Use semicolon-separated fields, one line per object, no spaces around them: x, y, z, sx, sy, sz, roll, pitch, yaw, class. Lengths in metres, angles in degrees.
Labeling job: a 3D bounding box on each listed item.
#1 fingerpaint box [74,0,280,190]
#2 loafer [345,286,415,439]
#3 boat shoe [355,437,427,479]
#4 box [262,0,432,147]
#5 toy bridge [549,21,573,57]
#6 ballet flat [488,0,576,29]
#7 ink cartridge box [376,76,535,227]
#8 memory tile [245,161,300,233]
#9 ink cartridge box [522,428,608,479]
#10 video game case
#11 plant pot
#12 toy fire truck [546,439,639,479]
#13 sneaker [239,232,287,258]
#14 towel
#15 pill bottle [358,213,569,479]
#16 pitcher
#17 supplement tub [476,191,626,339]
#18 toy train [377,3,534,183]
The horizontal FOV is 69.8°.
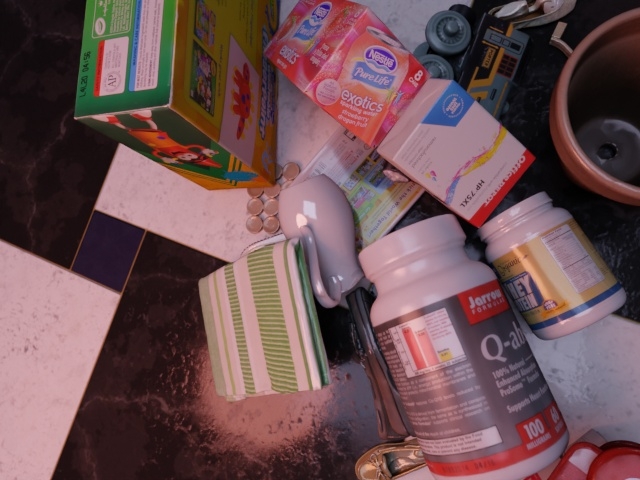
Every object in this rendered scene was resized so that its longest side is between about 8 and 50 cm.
-0.211;-0.350;0.801;0.163;0.371;0.445;-2;81;16;fingerpaint box
0.091;0.217;0.796;0.084;0.096;0.267;-26;80;19;loafer
0.129;0.378;0.783;0.153;0.048;0.056;-19;78;11;boat shoe
0.029;-0.296;0.765;0.142;0.154;0.300;-49;34;14;box
0.493;-0.321;0.798;0.188;0.026;0.063;27;92;16;toy bridge
0.381;-0.416;0.827;0.168;0.052;0.057;-17;78;11;ballet flat
0.217;-0.116;0.687;0.231;0.078;0.134;32;101;-22;ink cartridge box
-0.096;-0.086;0.926;0.113;0.012;0.148;0;83;15;memory tile
0.408;0.384;0.702;0.150;0.063;0.109;-41;75;6;ink cartridge box
0.084;-0.118;0.870;0.206;0.026;0.227;42;93;12;video game case
0.464;-0.162;0.678;0.263;0.229;0.263;-2;81;15;plant pot
0.381;0.395;0.521;0.302;0.169;0.254;36;93;35;toy fire truck
-0.079;0.032;0.881;0.161;0.057;0.075;-22;72;8;sneaker
-0.114;0.149;0.798;0.325;0.038;0.248;-26;73;47;towel
0.202;0.158;0.711;0.210;0.210;0.363;-24;77;10;pill bottle
0.000;0.000;0.775;0.125;0.178;0.207;-20;97;18;pitcher
0.354;0.039;0.723;0.144;0.144;0.200;-31;76;9;supplement tub
0.228;-0.237;0.787;0.190;0.142;0.334;23;82;0;toy train
